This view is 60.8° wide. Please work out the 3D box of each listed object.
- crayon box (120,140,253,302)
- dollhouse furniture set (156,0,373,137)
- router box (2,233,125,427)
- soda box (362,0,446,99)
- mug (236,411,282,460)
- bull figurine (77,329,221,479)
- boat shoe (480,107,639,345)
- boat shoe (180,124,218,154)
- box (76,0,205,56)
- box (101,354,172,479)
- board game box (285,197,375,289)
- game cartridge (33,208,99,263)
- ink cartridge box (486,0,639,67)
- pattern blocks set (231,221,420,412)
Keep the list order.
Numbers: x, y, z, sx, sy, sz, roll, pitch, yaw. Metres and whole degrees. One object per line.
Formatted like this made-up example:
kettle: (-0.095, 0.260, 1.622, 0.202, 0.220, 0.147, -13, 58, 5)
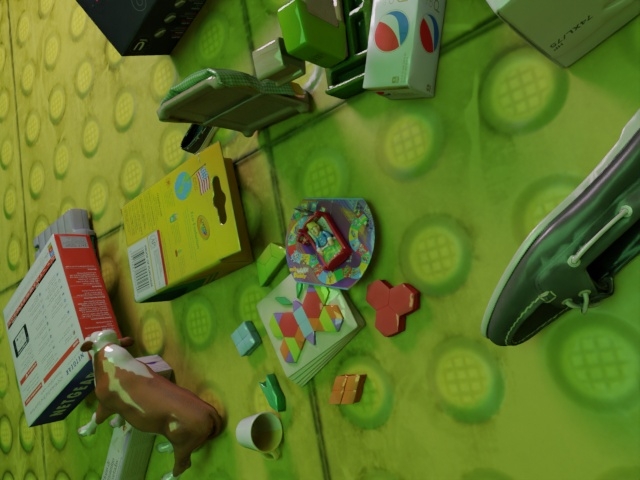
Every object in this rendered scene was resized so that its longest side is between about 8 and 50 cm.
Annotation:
crayon box: (-0.237, -0.021, 0.996, 0.319, 0.081, 0.202, -23, 74, 38)
dollhouse furniture set: (-0.082, -0.275, 0.797, 0.302, 0.198, 0.151, -13, 81, 39)
router box: (-0.580, 0.201, 1.207, 0.335, 0.082, 0.301, -42, 63, 32)
soda box: (0.115, -0.299, 0.714, 0.074, 0.069, 0.216, 10, 95, 41)
mug: (-0.104, 0.319, 0.884, 0.064, 0.062, 0.078, -22, 67, 46)
bull figurine: (-0.331, 0.296, 0.992, 0.310, 0.101, 0.188, 29, 110, 10)
boat shoe: (0.285, -0.006, 0.529, 0.095, 0.112, 0.335, 47, 114, 37)
boat shoe: (-0.215, -0.220, 1.011, 0.049, 0.040, 0.142, 47, 117, 32)
box: (-0.307, -0.495, 1.004, 0.270, 0.143, 0.165, -41, 87, 32)
box: (-0.379, 0.391, 1.110, 0.063, 0.067, 0.323, 27, 106, 39)
board game box: (0.000, 0.000, 0.795, 0.169, 0.033, 0.133, 5, 85, 41)
game cartridge: (-0.607, 0.124, 1.324, 0.230, 0.068, 0.354, -23, 73, 33)
ink cartridge box: (0.228, -0.355, 0.535, 0.198, 0.197, 0.270, -38, 65, 34)
pattern blocks set: (-0.019, 0.120, 0.840, 0.285, 0.026, 0.324, 48, 118, 31)
